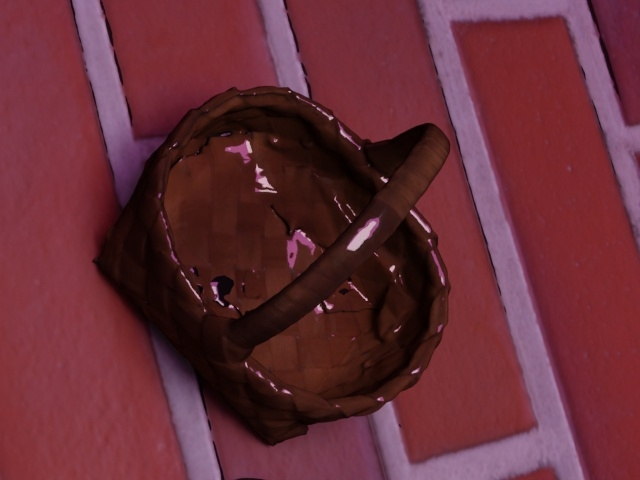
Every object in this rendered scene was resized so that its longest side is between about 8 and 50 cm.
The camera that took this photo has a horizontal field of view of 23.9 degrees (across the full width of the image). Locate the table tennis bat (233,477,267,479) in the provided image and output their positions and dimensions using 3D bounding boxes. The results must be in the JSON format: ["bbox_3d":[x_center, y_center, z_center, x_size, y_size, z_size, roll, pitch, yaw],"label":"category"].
[{"bbox_3d":[-0.009,0.334,1.463,0.274,0.021,0.154,31,61,-17],"label":"table tennis bat"}]

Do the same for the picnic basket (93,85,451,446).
[{"bbox_3d":[0.000,0.000,1.400,0.337,0.337,0.293,47,56,-10],"label":"picnic basket"}]
